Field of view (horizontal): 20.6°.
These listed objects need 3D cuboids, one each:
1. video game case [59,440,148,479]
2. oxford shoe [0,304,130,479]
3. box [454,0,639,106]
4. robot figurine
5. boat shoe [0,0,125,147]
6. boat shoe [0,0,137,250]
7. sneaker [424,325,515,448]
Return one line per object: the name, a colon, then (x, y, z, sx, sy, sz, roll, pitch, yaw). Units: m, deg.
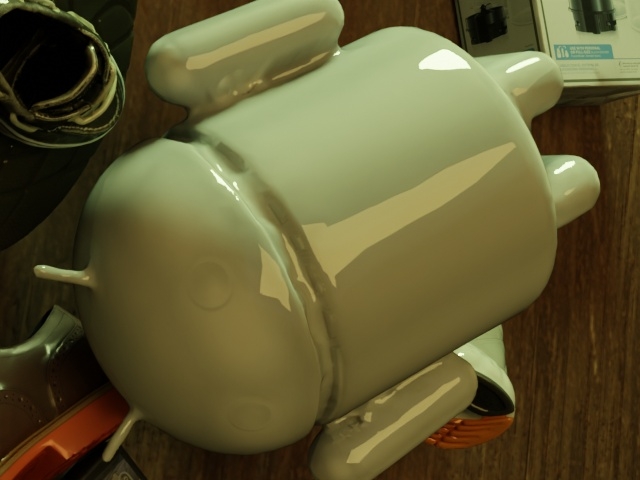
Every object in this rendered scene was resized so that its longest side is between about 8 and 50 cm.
video game case: (-0.132, 0.309, 1.096, 0.248, 0.035, 0.275, -47, 111, -36)
oxford shoe: (-0.227, 0.125, 1.030, 0.271, 0.097, 0.098, -30, 84, -47)
box: (0.186, -0.258, 1.448, 0.169, 0.087, 0.290, -4, 84, -41)
robot figurine: (0.000, 0.000, 1.067, 0.353, 0.200, 0.300, -27, 100, -25)
boat shoe: (-0.153, -0.091, 0.974, 0.078, 0.070, 0.219, -63, 158, -1)
boat shoe: (-0.186, -0.155, 1.095, 0.122, 0.120, 0.324, 26, 83, -60)
sneaker: (0.030, 0.040, 1.268, 0.262, 0.099, 0.121, 38, 31, -19)
